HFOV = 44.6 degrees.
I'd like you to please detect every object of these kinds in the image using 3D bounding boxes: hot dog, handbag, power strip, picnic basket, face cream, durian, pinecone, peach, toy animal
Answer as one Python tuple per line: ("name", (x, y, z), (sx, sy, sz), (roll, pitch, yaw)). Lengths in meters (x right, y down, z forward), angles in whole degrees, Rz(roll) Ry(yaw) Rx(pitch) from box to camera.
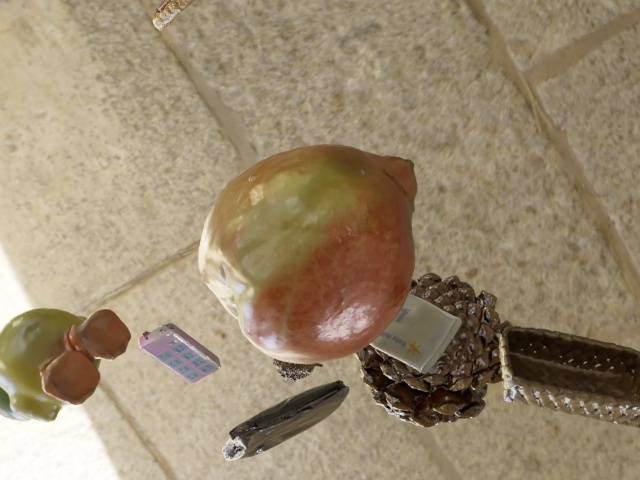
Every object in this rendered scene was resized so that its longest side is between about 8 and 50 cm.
("hot dog", (-0.309, -0.544, 1.745), (0.216, 0.066, 0.047), (-27, 132, 38))
("handbag", (-0.090, 0.435, 1.883), (0.075, 0.332, 0.191), (59, 145, 22))
("power strip", (-0.381, 0.310, 2.133), (0.109, 0.037, 0.279), (-29, 140, 9))
("picnic basket", (0.308, 0.167, 0.948), (0.193, 0.110, 0.054), (13, 126, -1))
("face cream", (0.116, 0.129, 1.290), (0.224, 0.070, 0.114), (30, 102, -10))
("durian", (-0.040, 0.210, 1.360), (0.091, 0.080, 0.080), (14, 114, 7))
("pinecone", (0.259, 0.279, 1.803), (0.385, 0.384, 0.384), (6, 113, 15))
("peach", (0.000, 0.000, 0.841), (0.257, 0.232, 0.232), (-40, 97, -11))
("toy animal", (-0.523, 0.225, 1.454), (0.191, 0.216, 0.338), (43, 140, -21))
